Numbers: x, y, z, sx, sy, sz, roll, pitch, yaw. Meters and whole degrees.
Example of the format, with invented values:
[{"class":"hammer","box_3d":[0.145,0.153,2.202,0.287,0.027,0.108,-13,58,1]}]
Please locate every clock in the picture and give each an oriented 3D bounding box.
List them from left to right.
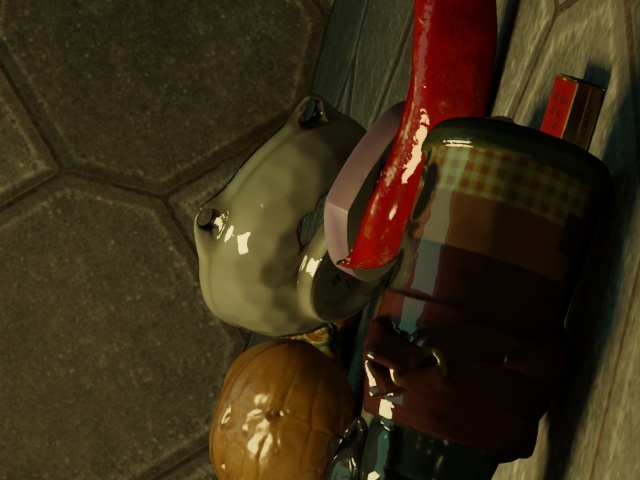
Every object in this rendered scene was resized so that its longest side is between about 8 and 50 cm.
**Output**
[{"class":"clock","box_3d":[0.071,-0.043,2.025,0.172,0.064,0.198,-17,-53,-58]}]

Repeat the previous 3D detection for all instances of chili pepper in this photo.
[{"class":"chili pepper","box_3d":[0.099,-0.130,1.874,0.137,0.092,0.368,26,103,45]}]

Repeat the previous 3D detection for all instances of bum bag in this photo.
[{"class":"bum bag","box_3d":[0.013,0.279,2.022,0.087,0.049,0.198,126,159,-61]}]

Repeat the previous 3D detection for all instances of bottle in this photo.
[{"class":"bottle","box_3d":[0.099,0.060,1.291,0.143,0.156,0.271,3,73,58]}]

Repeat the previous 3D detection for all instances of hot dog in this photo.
[{"class":"hot dog","box_3d":[0.001,0.108,2.451,0.269,0.072,0.115,174,118,-84]}]

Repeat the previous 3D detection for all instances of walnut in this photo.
[{"class":"walnut","box_3d":[-0.045,0.213,2.188,0.167,0.167,0.207,-116,42,-80]}]

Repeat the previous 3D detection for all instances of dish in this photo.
[{"class":"dish","box_3d":[0.000,0.000,2.158,0.303,0.120,0.303,-34,-38,-31]}]

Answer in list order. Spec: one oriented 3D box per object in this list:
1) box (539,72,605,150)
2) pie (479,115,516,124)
[{"class":"box","box_3d":[0.178,-0.059,1.457,0.090,0.023,0.133,-98,24,-79]},{"class":"pie","box_3d":[0.123,-0.012,1.591,0.163,0.079,0.193,-78,3,-66]}]
